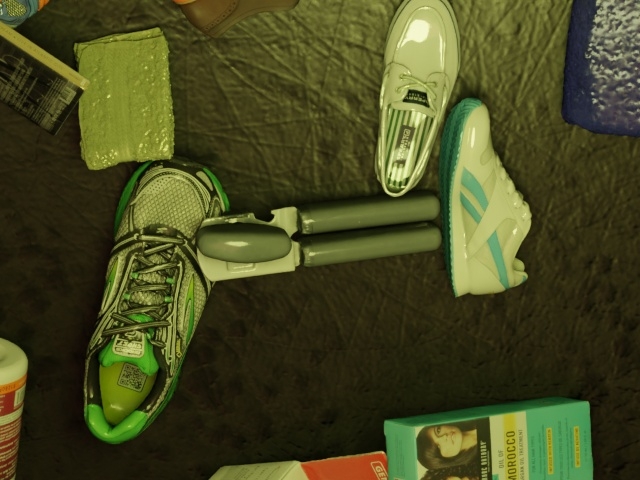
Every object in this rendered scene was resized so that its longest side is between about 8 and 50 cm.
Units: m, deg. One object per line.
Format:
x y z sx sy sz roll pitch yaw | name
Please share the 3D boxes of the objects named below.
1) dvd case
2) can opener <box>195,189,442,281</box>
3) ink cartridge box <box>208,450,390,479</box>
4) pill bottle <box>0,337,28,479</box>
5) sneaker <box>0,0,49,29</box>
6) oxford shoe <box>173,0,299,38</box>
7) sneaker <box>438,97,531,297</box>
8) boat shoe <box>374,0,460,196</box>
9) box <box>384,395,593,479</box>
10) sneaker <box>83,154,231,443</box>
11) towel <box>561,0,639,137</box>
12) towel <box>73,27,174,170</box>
-0.356 -0.201 1.878 0.221 0.164 0.018 33 68 -9 | dvd case
0.000 0.000 1.928 0.280 0.093 0.074 -8 111 -14 | can opener
0.022 0.387 2.037 0.261 0.066 0.296 -13 112 42 | ink cartridge box
-0.407 0.228 2.037 0.121 0.121 0.221 9 109 0 | pill bottle
-0.391 -0.298 1.856 0.221 0.083 0.087 36 66 -8 | sneaker
-0.030 -0.307 1.859 0.271 0.097 0.098 -26 126 16 | oxford shoe
0.180 -0.050 1.936 0.092 0.087 0.228 -5 116 -3 | sneaker
0.106 -0.154 1.901 0.083 0.076 0.226 5 109 1 | boat shoe
0.189 0.237 1.966 0.244 0.060 0.100 -5 93 -31 | box
-0.182 0.071 1.958 0.134 0.146 0.343 12 108 -1 | sneaker
0.380 -0.258 1.859 0.228 0.076 0.308 8 110 8 | towel
-0.211 -0.154 1.916 0.110 0.027 0.148 -8 81 11 | towel
